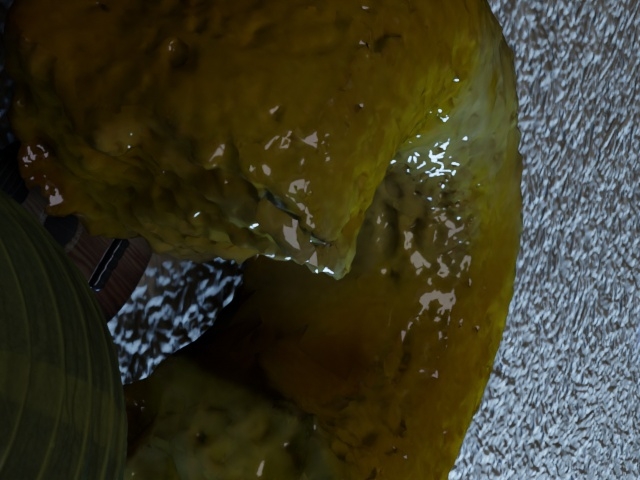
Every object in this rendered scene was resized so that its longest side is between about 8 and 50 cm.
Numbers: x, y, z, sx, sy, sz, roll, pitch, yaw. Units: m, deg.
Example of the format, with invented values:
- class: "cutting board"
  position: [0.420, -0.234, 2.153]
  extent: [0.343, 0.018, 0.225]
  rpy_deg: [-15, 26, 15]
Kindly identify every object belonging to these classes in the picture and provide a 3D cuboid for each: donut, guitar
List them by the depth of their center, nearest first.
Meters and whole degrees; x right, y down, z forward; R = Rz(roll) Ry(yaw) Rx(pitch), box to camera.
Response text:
- class: "guitar"
  position: [-0.162, -0.033, 0.834]
  extent: [0.084, 0.038, 0.271]
  rpy_deg: [-63, 150, -12]
- class: "donut"
  position: [0.000, 0.000, 0.935]
  extent: [0.378, 0.163, 0.435]
  rpy_deg: [-50, 145, -46]

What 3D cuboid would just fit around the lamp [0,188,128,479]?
- class: "lamp"
  position: [-0.197, 0.068, 0.628]
  extent: [0.250, 0.250, 0.284]
  rpy_deg: [-57, 165, -19]
